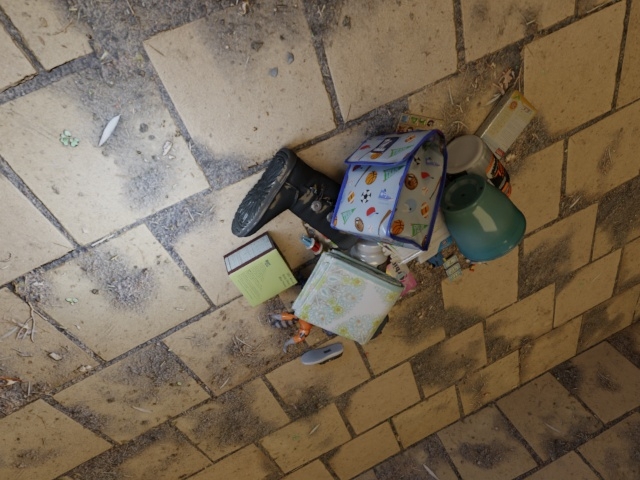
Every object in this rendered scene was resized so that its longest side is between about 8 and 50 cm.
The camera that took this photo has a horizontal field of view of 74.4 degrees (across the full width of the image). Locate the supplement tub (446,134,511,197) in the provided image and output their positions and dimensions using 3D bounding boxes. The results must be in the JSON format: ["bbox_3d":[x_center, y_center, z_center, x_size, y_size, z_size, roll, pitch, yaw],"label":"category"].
[{"bbox_3d":[0.642,-0.269,1.722,0.316,0.194,0.193,33,105,-37],"label":"supplement tub"}]

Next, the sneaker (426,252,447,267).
[{"bbox_3d":[0.515,0.062,1.974,0.082,0.069,0.209,-39,129,10],"label":"sneaker"}]

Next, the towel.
[{"bbox_3d":[0.110,0.234,1.719,0.374,0.090,0.321,25,111,-15],"label":"towel"}]

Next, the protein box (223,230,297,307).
[{"bbox_3d":[-0.232,0.112,1.637,0.201,0.136,0.200,-30,128,-2],"label":"protein box"}]

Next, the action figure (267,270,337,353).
[{"bbox_3d":[-0.073,0.293,1.856,0.330,0.178,0.342,-28,102,-12],"label":"action figure"}]

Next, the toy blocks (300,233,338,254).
[{"bbox_3d":[0.000,0.000,1.715,0.123,0.054,0.148,-47,127,12],"label":"toy blocks"}]

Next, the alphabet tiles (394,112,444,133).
[{"bbox_3d":[0.362,-0.368,1.650,0.198,0.009,0.237,2,121,-25],"label":"alphabet tiles"}]

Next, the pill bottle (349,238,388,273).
[{"bbox_3d":[0.203,0.101,1.804,0.162,0.162,0.279,-11,126,-17],"label":"pill bottle"}]

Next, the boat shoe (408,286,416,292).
[{"bbox_3d":[0.374,0.234,2.034,0.184,0.066,0.063,3,131,-26],"label":"boat shoe"}]

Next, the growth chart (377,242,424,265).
[{"bbox_3d":[0.312,0.005,1.654,0.171,0.021,0.237,-26,126,25],"label":"growth chart"}]

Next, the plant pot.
[{"bbox_3d":[0.589,-0.103,1.587,0.271,0.272,0.255,-42,122,8],"label":"plant pot"}]

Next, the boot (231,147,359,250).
[{"bbox_3d":[-0.055,-0.081,1.579,0.445,0.146,0.367,29,106,-37],"label":"boot"}]

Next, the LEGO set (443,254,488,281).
[{"bbox_3d":[0.742,0.107,2.112,0.244,0.060,0.182,-34,133,1],"label":"LEGO set"}]

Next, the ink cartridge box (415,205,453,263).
[{"bbox_3d":[0.413,-0.065,1.750,0.171,0.168,0.233,-31,129,-5],"label":"ink cartridge box"}]

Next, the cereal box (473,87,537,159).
[{"bbox_3d":[0.752,-0.472,1.724,0.173,0.047,0.240,24,111,-34],"label":"cereal box"}]

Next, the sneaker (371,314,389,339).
[{"bbox_3d":[0.267,0.336,2.027,0.148,0.131,0.350,-11,132,-25],"label":"sneaker"}]

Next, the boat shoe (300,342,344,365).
[{"bbox_3d":[0.012,0.584,2.110,0.228,0.080,0.076,-17,126,-22],"label":"boat shoe"}]

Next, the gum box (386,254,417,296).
[{"bbox_3d":[0.355,0.162,1.936,0.107,0.062,0.188,-36,112,-6],"label":"gum box"}]

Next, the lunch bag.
[{"bbox_3d":[0.235,-0.189,1.441,0.238,0.327,0.386,19,87,-35],"label":"lunch bag"}]
